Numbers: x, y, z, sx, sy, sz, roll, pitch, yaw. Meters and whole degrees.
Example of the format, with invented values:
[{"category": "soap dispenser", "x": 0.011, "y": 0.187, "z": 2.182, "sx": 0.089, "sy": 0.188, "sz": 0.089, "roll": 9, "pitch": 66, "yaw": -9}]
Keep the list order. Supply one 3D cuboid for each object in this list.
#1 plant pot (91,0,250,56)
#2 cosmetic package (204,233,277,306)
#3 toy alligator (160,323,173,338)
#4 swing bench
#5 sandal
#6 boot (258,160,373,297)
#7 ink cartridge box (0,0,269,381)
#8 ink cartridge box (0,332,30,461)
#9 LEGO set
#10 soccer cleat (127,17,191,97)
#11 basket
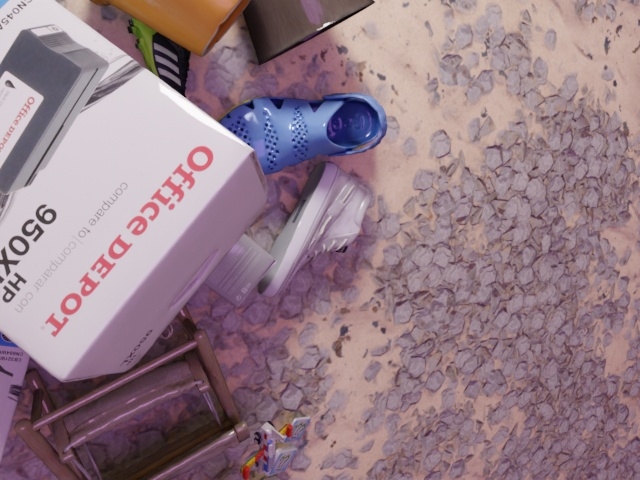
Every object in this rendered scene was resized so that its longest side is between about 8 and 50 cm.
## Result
[{"category": "plant pot", "x": -0.184, "y": -0.345, "z": 0.611, "sx": 0.188, "sy": 0.205, "sz": 0.205, "roll": 39, "pitch": 82, "yaw": -17}, {"category": "cosmetic package", "x": -0.197, "y": -0.015, "z": 0.734, "sx": 0.107, "sy": 0.127, "sz": 0.238, "roll": -49, "pitch": 118, "yaw": -9}, {"category": "toy alligator", "x": -0.255, "y": 0.070, "z": 0.726, "sx": 0.056, "sy": 0.190, "sz": 0.051, "roll": -39, "pitch": 158, "yaw": 3}, {"category": "swing bench", "x": -0.262, "y": 0.272, "z": 0.739, "sx": 0.253, "sy": 0.165, "sz": 0.255, "roll": -26, "pitch": 111, "yaw": -20}, {"category": "sandal", "x": -0.021, "y": -0.178, "z": 0.783, "sx": 0.317, "sy": 0.138, "sz": 0.126, "roll": -19, "pitch": 110, "yaw": -20}, {"category": "boot", "x": 0.000, "y": 0.000, "z": 0.850, "sx": 0.123, "sy": 0.095, "sz": 0.258, "roll": 30, "pitch": 86, "yaw": -21}, {"category": "ink cartridge box", "x": -0.297, "y": -0.081, "z": 0.546, "sx": 0.394, "sy": 0.166, "sz": 0.285, "roll": 37, "pitch": 82, "yaw": 6}, {"category": "ink cartridge box", "x": -0.462, "y": 0.180, "z": 0.607, "sx": 0.148, "sy": 0.085, "sz": 0.203, "roll": 24, "pitch": 67, "yaw": -49}, {"category": "LEGO set", "x": -0.093, "y": 0.398, "z": 0.844, "sx": 0.183, "sy": 0.060, "sz": 0.244, "roll": -60, "pitch": 152, "yaw": -4}, {"category": "soccer cleat", "x": -0.217, "y": -0.247, "z": 0.715, "sx": 0.072, "sy": 0.060, "sz": 0.179, "roll": -23, "pitch": 107, "yaw": -22}, {"category": "basket", "x": -0.056, "y": -0.409, "z": 0.713, "sx": 0.204, "sy": 0.154, "sz": 0.227, "roll": -32, "pitch": 109, "yaw": -9}]
